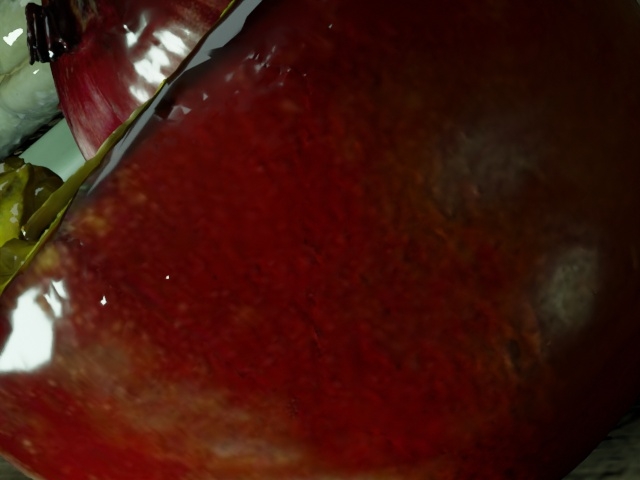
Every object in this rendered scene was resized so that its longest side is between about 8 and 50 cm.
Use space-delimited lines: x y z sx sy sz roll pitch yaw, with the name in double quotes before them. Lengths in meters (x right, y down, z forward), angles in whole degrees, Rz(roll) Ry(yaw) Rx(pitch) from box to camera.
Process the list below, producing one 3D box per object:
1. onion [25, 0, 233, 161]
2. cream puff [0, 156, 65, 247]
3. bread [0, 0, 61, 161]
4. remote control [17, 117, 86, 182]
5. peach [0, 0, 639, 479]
"onion" -0.015 -0.137 0.951 0.273 0.285 0.273 -170 90 -71
"cream puff" -0.170 0.027 0.967 0.146 0.116 0.146 -25 35 19
"bread" -0.144 -0.172 1.171 0.337 0.102 0.183 -50 16 -7
"remote control" -0.146 -0.042 1.101 0.309 0.038 0.090 -41 28 -2
"peach" 0.000 0.000 0.687 0.275 0.248 0.245 -41 69 -11
